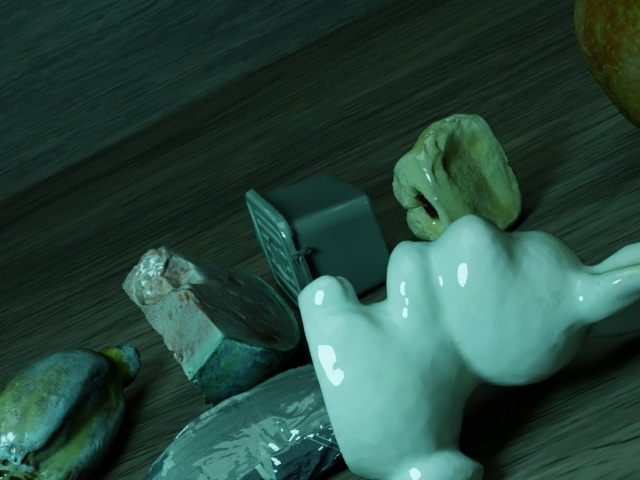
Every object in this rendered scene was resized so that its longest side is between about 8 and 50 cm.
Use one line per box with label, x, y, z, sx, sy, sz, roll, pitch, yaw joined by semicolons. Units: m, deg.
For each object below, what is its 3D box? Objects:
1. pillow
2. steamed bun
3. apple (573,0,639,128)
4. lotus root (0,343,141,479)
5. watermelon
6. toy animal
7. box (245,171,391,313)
pillow;-0.055;0.225;1.490;0.335;0.092;0.161;-30;32;-9
steamed bun;0.164;-0.064;1.837;0.141;0.172;0.155;-27;-1;-31
apple;0.465;-0.271;1.710;0.277;0.319;0.319;-44;11;28
lotus root;-0.335;0.222;1.776;0.140;0.158;0.322;-20;15;21
watermelon;-0.155;0.115;1.736;0.148;0.226;0.318;-53;5;10
toy animal;0.172;0.099;1.346;0.367;0.241;0.196;-27;-18;-1
box;0.000;0.000;1.886;0.135;0.163;0.243;-22;18;-9
